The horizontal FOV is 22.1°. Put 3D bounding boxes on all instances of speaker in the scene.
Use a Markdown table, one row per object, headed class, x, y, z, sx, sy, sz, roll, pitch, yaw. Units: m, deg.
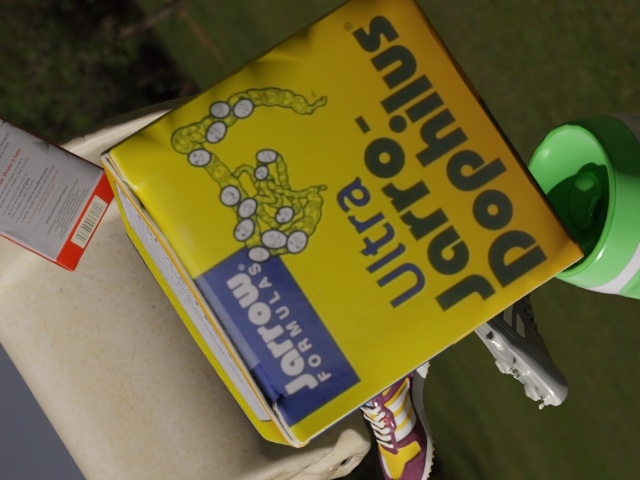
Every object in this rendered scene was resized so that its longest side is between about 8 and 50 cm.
| class | x | y | z | sx | sy | sz | roll | pitch | yaw |
| --- | --- | --- | --- | --- | --- | --- | --- | --- | --- |
| speaker | 0.295 | -0.018 | 1.170 | 0.131 | 0.297 | 0.131 | -14 | 74 | 61 |

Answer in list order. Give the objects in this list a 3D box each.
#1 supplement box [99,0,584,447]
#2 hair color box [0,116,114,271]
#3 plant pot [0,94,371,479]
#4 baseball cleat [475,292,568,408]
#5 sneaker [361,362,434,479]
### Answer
| class | x | y | z | sx | sy | sz | roll | pitch | yaw |
| --- | --- | --- | --- | --- | --- | --- | --- | --- | --- |
| supplement box | 0.000 | 0.000 | 1.047 | 0.194 | 0.195 | 0.356 | 56 | 173 | 2 |
| hair color box | -0.214 | -0.042 | 1.101 | 0.141 | 0.072 | 0.043 | 27 | 174 | 13 |
| plant pot | -0.117 | 0.091 | 1.398 | 0.305 | 0.334 | 0.334 | 63 | -178 | 15 |
| baseball cleat | 0.182 | 0.059 | 1.536 | 0.206 | 0.109 | 0.072 | 47 | 169 | 28 |
| sneaker | 0.065 | 0.171 | 1.665 | 0.069 | 0.084 | 0.185 | 0 | 94 | 50 |
